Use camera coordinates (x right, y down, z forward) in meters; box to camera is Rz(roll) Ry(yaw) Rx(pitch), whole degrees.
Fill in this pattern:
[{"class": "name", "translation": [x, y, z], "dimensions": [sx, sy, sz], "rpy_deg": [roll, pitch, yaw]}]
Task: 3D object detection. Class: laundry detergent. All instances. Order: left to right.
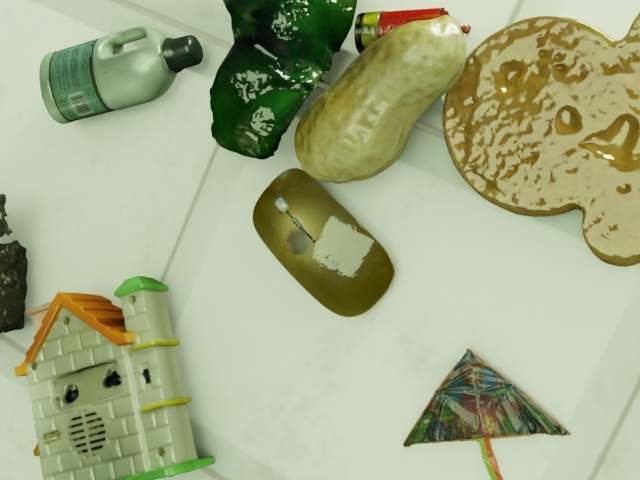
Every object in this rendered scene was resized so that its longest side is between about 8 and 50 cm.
[{"class": "laundry detergent", "translation": [-0.256, -0.222, 1.091], "dimensions": [0.226, 0.070, 0.099], "rpy_deg": [-11, 78, 22]}]

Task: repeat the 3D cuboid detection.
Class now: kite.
[{"class": "kite", "translation": [0.178, 0.198, 0.933], "dimensions": [0.190, 0.010, 0.159], "rpy_deg": [-9, 87, 23]}]

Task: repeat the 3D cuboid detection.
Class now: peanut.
[{"class": "peanut", "translation": [0.068, -0.149, 0.920], "dimensions": [0.110, 0.120, 0.236], "rpy_deg": [43, 119, -11]}]

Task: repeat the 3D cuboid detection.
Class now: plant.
[{"class": "plant", "translation": [-0.471, 0.033, 1.139], "dimensions": [0.143, 0.131, 0.203], "rpy_deg": [-13, 82, 25]}]

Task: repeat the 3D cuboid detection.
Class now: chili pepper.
[{"class": "chili pepper", "translation": [-0.057, -0.226, 0.978], "dimensions": [0.264, 0.116, 0.148], "rpy_deg": [-59, 35, 4]}]

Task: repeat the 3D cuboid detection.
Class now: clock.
[{"class": "clock", "translation": [-0.275, 0.189, 1.074], "dimensions": [0.220, 0.106, 0.255], "rpy_deg": [-17, 77, 20]}]

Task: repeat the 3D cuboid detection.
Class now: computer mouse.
[{"class": "computer mouse", "translation": [0.000, 0.000, 0.994], "dimensions": [0.102, 0.045, 0.199], "rpy_deg": [-46, 73, 12]}]

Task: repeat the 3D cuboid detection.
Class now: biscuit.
[{"class": "biscuit", "translation": [0.302, -0.113, 0.870], "dimensions": [0.355, 0.052, 0.275], "rpy_deg": [10, 90, 24]}]

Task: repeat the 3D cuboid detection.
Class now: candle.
[{"class": "candle", "translation": [0.106, -0.237, 0.955], "dimensions": [0.131, 0.052, 0.051], "rpy_deg": [2, 89, 21]}]
